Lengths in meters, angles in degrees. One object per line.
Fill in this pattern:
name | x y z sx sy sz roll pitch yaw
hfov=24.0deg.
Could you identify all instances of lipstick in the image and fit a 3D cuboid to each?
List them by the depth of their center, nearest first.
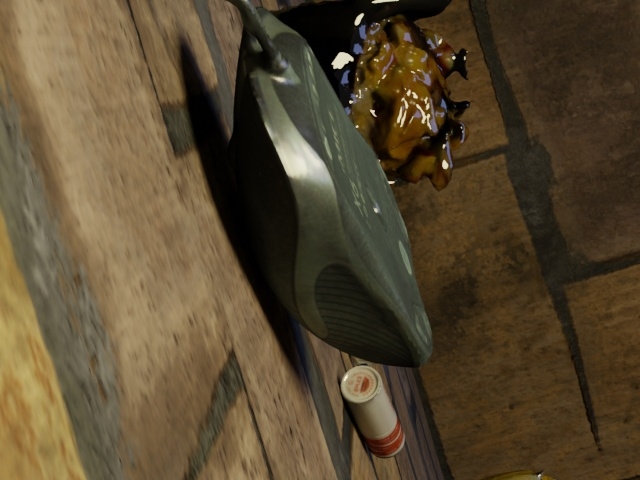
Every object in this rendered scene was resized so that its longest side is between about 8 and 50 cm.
lipstick | 0.049 0.159 1.387 0.131 0.038 0.038 67 8 -58

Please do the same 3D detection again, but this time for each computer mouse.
computer mouse | -0.018 -0.040 0.956 0.379 0.090 0.167 61 13 -47

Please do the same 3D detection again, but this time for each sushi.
sushi | 0.050 -0.148 1.502 0.213 0.200 0.204 -48 130 -79

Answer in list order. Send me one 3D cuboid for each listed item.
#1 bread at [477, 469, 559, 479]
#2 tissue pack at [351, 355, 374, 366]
bread | 0.105 0.259 0.835 0.227 0.142 0.253 -8 74 -65
tissue pack | 0.041 0.082 1.551 0.062 0.042 0.083 -98 171 -47
